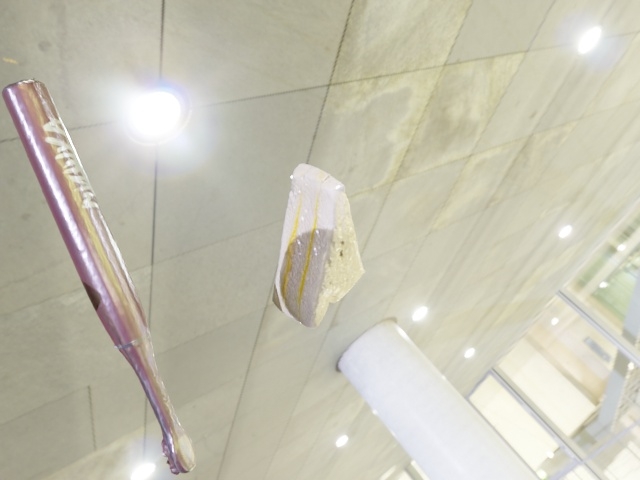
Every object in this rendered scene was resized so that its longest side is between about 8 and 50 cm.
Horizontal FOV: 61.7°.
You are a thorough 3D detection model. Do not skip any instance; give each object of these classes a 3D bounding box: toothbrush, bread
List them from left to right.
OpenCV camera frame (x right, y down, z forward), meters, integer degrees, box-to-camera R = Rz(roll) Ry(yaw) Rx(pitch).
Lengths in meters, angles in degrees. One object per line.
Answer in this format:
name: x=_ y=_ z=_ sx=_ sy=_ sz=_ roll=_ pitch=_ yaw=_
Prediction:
toothbrush: x=-0.185 y=0.033 z=0.464 sx=0.040 sy=0.364 sz=0.041 roll=-23 pitch=-178 yaw=1
bread: x=-0.016 y=0.008 z=0.592 sx=0.105 sy=0.077 sz=0.152 roll=-43 pitch=138 yaw=-23
